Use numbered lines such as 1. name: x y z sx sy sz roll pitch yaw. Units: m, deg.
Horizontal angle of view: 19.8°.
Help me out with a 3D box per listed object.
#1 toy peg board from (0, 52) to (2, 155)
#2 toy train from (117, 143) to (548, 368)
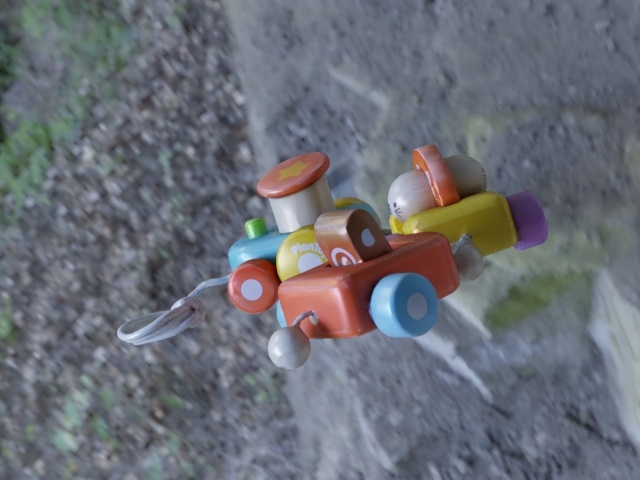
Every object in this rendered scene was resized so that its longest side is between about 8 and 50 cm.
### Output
1. toy peg board: -0.296 -0.115 1.209 0.161 0.161 0.079 23 94 8
2. toy train: 0.000 0.000 0.606 0.125 0.046 0.166 -22 10 -33
